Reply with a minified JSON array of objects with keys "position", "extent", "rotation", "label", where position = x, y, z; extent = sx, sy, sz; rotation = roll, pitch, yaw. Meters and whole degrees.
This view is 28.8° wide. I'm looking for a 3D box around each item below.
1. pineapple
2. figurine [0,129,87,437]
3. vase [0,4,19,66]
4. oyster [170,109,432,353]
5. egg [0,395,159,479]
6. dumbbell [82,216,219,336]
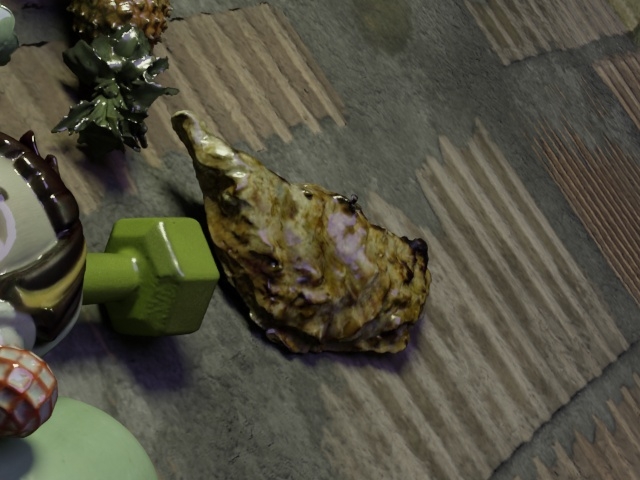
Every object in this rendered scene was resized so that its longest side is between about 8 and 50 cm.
[{"position":[-0.204,-0.193,1.269],"extent":[0.125,0.125,0.251],"rotation":[25,48,-34],"label":"pineapple"},{"position":[-0.291,0.046,0.781],"extent":[0.281,0.167,0.370],"rotation":[40,47,13],"label":"figurine"},{"position":[-0.347,-0.168,1.111],"extent":[0.081,0.081,0.149],"rotation":[50,39,-5],"label":"vase"},{"position":[-0.007,0.017,1.325],"extent":[0.396,0.111,0.204],"rotation":[26,46,-40],"label":"oyster"},{"position":[-0.217,0.211,0.821],"extent":[0.203,0.203,0.282],"rotation":[54,30,1],"label":"egg"},{"position":[-0.221,0.033,1.053],"extent":[0.302,0.121,0.108],"rotation":[-1,91,-50],"label":"dumbbell"}]
